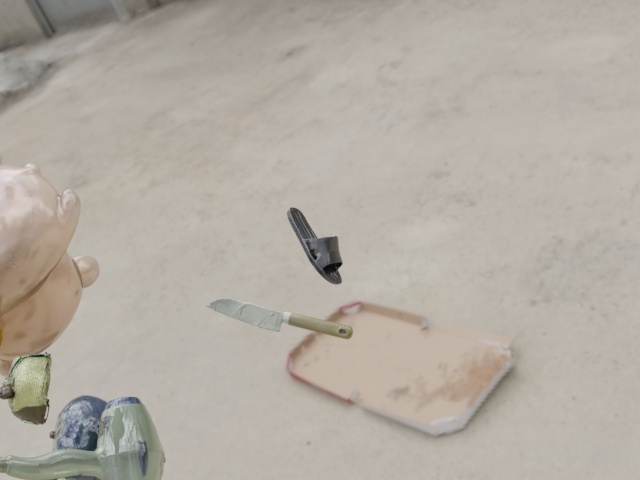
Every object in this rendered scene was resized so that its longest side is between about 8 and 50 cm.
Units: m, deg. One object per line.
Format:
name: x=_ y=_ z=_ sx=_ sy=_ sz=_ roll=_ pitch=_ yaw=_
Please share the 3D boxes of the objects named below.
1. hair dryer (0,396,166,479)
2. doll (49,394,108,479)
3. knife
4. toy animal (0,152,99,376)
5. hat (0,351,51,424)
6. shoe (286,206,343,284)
hair dryer: x=-0.370 y=0.439 z=1.484 sx=0.298 sy=0.296 sz=0.119 roll=-21 pitch=-12 yaw=-41
doll: x=-0.463 y=0.425 z=1.740 sx=0.154 sy=0.258 sz=0.228 roll=-5 pitch=43 yaw=-6
knife: x=-0.083 y=0.155 z=1.720 sx=0.297 sy=0.047 sz=0.017 roll=13 pitch=12 yaw=10
toy animal: x=-0.479 y=0.036 z=1.375 sx=0.277 sy=0.247 sz=0.345 roll=36 pitch=100 yaw=36
hat: x=-0.347 y=0.173 z=1.044 sx=0.059 sy=0.076 sz=0.077 roll=8 pitch=18 yaw=-12
shoe: x=0.000 y=0.000 z=1.522 sx=0.053 sy=0.159 sz=0.062 roll=-39 pitch=-15 yaw=21
